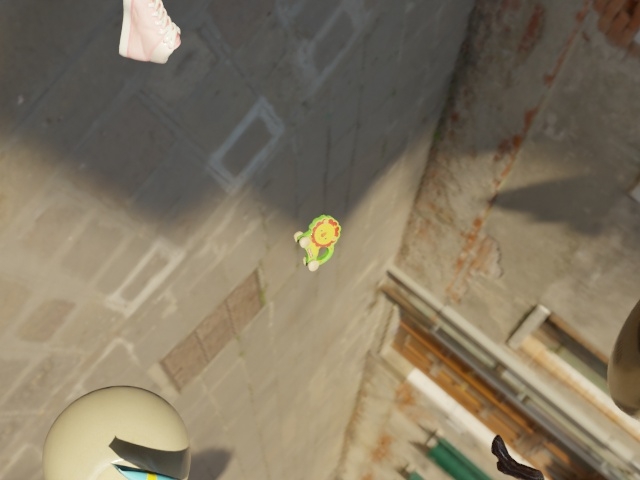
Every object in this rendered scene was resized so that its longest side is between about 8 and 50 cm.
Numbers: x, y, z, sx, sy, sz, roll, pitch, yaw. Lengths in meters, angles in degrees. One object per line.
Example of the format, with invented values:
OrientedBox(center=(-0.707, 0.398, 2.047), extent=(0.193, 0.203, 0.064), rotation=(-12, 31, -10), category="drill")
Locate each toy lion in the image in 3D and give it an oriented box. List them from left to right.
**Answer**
OrientedBox(center=(0.000, 0.000, 1.733), extent=(0.096, 0.034, 0.100), rotation=(-29, 126, -14), category="toy lion")

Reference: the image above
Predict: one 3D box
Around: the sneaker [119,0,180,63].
OrientedBox(center=(-0.193, -0.263, 0.988), extent=(0.134, 0.070, 0.051), rotation=(111, -5, -46), category="sneaker")

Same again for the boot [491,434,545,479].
OrientedBox(center=(0.412, 0.461, 1.754), extent=(0.037, 0.114, 0.106), rotation=(-37, 123, -27), category="boot")

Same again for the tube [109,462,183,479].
OrientedBox(center=(-0.249, 0.413, 1.404), extent=(0.080, 0.207, 0.052), rotation=(-24, -139, 61), category="tube")

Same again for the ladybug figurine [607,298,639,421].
OrientedBox(center=(0.531, 0.078, 0.989), extent=(0.449, 0.162, 0.305), rotation=(-53, -174, 42), category="ladybug figurine")

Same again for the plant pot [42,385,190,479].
OrientedBox(center=(-0.373, 0.433, 1.580), extent=(0.284, 0.284, 0.191), rotation=(-49, -164, -7), category="plant pot")
